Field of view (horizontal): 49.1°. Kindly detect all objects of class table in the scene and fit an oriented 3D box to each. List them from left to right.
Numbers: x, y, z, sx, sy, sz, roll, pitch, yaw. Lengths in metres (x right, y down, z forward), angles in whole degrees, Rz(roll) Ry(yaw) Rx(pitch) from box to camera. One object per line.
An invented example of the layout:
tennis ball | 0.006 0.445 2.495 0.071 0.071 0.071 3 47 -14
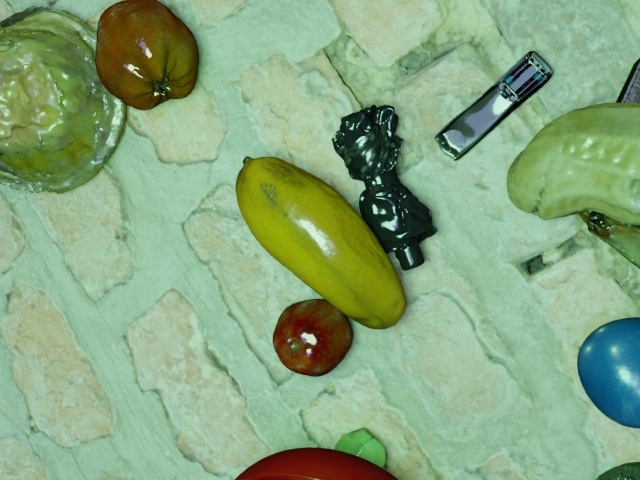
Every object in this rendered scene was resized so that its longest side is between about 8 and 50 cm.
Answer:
table | 0.501 -0.220 1.056 0.082 0.070 0.083 24 98 11

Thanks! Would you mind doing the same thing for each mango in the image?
mango | 0.002 0.001 1.130 0.359 0.187 0.144 44 79 6

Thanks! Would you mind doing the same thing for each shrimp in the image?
shrimp | 0.510 0.003 1.055 0.267 0.145 0.061 27 143 31

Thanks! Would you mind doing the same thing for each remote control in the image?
remote control | 0.277 -0.215 1.130 0.212 0.028 0.059 -43 85 12

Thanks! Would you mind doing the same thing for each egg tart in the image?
egg tart | -0.523 -0.251 1.256 0.351 0.150 0.352 1 97 11

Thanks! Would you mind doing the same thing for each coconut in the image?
coconut | 0.064 0.364 1.194 0.082 0.081 0.083 -2 100 -28

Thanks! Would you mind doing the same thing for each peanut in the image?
peanut | 0.437 -0.116 1.013 0.339 0.158 0.174 11 126 39

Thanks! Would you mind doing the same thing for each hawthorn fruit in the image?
hawthorn fruit | -0.295 -0.319 1.184 0.189 0.189 0.189 1 94 13
hawthorn fruit | -0.016 0.161 1.167 0.132 0.138 0.133 2 98 14

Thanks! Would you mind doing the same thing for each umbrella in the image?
umbrella | 0.104 -0.082 1.145 0.121 0.110 0.273 -19 94 13

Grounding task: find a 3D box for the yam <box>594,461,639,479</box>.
yam | 0.527 0.455 0.996 0.201 0.271 0.203 -22 93 14

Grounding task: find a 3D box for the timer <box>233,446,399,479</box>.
timer | 0.006 0.497 1.082 0.377 0.279 0.378 12 128 16

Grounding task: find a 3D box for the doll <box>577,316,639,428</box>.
doll | 0.511 0.168 1.052 0.256 0.161 0.215 -25 74 -3
